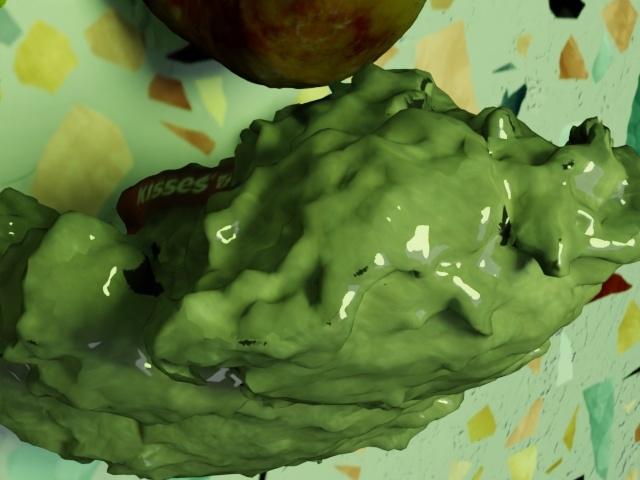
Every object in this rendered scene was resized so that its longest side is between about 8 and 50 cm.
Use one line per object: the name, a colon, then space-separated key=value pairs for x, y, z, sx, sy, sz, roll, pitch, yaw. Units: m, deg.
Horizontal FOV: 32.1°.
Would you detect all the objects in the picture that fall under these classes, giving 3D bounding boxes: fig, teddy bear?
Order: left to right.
fig: x=-0.007 y=-0.179 z=0.687 sx=0.290 sy=0.191 sz=0.190 roll=-5 pitch=108 yaw=-81
teddy bear: x=0.000 y=0.000 z=0.544 sx=0.357 sy=0.367 sz=0.224 roll=-15 pitch=80 yaw=-35

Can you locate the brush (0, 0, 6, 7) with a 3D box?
brush: x=-0.166 y=-0.167 z=0.601 sx=0.021 sy=0.019 sz=0.083 roll=-2 pitch=101 yaw=-55
